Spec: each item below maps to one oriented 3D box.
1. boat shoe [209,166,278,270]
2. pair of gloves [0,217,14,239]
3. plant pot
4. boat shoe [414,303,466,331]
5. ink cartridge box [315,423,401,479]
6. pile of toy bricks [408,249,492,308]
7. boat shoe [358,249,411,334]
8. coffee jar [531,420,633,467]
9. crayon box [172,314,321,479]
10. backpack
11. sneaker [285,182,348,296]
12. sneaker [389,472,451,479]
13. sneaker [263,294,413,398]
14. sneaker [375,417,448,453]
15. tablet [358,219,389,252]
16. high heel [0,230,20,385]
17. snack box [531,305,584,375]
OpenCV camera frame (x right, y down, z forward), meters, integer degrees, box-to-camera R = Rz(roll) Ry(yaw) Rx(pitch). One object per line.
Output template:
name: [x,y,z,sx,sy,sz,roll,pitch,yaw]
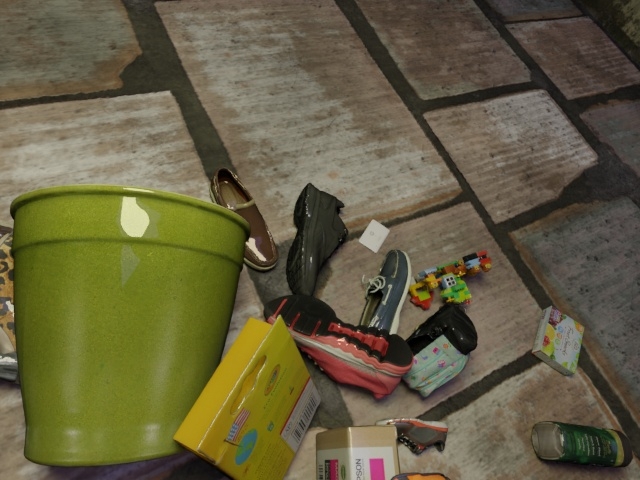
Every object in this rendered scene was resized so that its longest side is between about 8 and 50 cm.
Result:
boat shoe: [-0.175,-0.052,0.940,0.095,0.095,0.257,-28,74,-28]
pair of gloves: [-0.639,0.064,0.761,0.204,0.042,0.240,6,66,-20]
plant pot: [-0.301,0.144,0.672,0.367,0.366,0.352,4,73,-16]
boat shoe: [0.290,0.188,0.988,0.152,0.049,0.056,-25,74,-27]
ink cartridge box: [0.059,0.436,0.696,0.088,0.193,0.234,7,61,-15]
pile of toy bricks: [0.321,0.104,1.007,0.212,0.118,0.105,-15,76,-23]
boat shoe: [0.135,0.124,0.951,0.079,0.095,0.254,27,66,-16]
coffee jar: [0.564,0.441,0.914,0.185,0.096,0.079,11,63,-11]
crayon box: [-0.100,0.264,0.668,0.081,0.318,0.202,16,54,24]
backpack: [0.232,0.231,0.873,0.115,0.182,0.152,47,22,14]
sneaker: [0.000,0.000,0.969,0.130,0.109,0.286,18,62,-18]
sneaker: [0.081,0.422,0.538,0.321,0.124,0.180,-17,65,-38]
sneaker: [0.017,0.221,0.845,0.314,0.136,0.116,22,28,15]
sneaker: [0.185,0.389,0.843,0.158,0.061,0.064,11,66,-11]
tablet: [0.137,-0.012,1.072,0.054,0.006,0.083,34,57,2]
high heel: [-0.513,0.116,0.741,0.186,0.093,0.261,32,42,-36]
snack box: [0.596,0.250,1.061,0.100,0.037,0.141,34,58,1]
